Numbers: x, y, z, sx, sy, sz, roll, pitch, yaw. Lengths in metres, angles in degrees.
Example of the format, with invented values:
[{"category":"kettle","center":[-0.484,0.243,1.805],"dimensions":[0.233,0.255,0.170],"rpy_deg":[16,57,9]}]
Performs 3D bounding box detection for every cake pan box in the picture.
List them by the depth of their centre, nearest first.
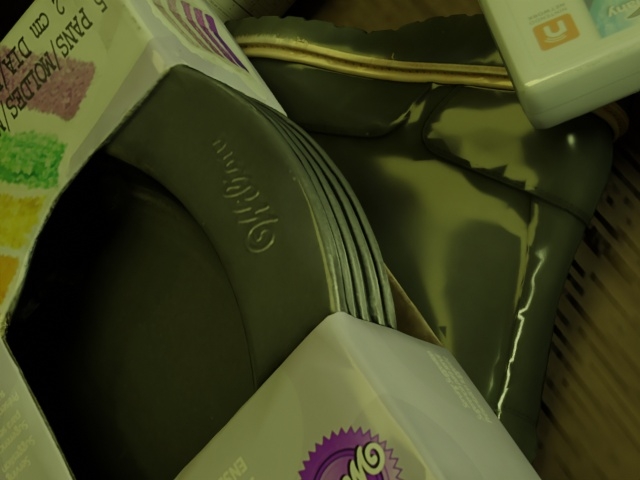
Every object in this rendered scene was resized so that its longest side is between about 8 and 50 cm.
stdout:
[{"category":"cake pan box","center":[-0.079,0.073,0.574],"dimensions":[0.267,0.070,0.245],"rpy_deg":[-46,55,19]}]

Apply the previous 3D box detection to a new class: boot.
[{"category":"boot","center":[0.000,0.000,0.608],"dimensions":[0.198,0.077,0.137],"rpy_deg":[-2,66,44]}]

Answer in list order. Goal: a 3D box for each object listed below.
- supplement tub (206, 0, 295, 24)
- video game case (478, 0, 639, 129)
[{"category":"supplement tub","center":[-0.040,-0.113,0.724],"dimensions":[0.107,0.071,0.071],"rpy_deg":[-49,40,5]},{"category":"video game case","center":[0.132,-0.137,0.570],"dimensions":[0.201,0.023,0.183],"rpy_deg":[-22,46,6]}]
